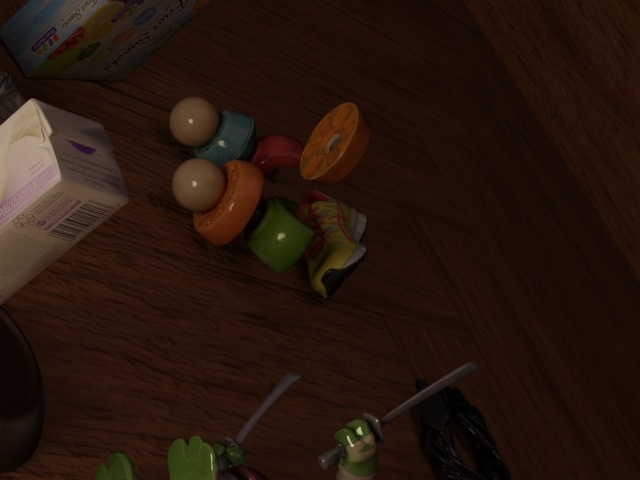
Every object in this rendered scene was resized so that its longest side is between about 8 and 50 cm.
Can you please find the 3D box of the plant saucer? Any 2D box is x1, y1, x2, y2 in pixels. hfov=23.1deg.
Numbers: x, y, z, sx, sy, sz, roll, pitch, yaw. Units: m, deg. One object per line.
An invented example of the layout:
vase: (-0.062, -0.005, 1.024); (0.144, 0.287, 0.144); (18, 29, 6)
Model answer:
plant saucer: (-0.285, 0.090, 1.231); (0.198, 0.036, 0.198); (41, 24, -22)

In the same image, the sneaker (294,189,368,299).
sneaker: (0.000, 0.000, 1.911); (0.094, 0.081, 0.208); (38, 17, -12)

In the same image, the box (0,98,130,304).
box: (-0.257, 0.033, 0.979); (0.067, 0.324, 0.063); (21, 39, -52)

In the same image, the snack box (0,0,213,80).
snack box: (-0.226, -0.254, 1.723); (0.070, 0.174, 0.207); (55, 22, 9)

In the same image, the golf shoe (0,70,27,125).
golf shoe: (-0.304, -0.097, 1.467); (0.086, 0.069, 0.176); (51, 21, -16)

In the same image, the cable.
cable: (0.175, 0.253, 1.887); (0.150, 0.047, 0.184); (37, 22, -43)

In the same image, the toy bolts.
toy bolts: (-0.078, -0.108, 1.780); (0.158, 0.218, 0.228); (32, 9, -26)

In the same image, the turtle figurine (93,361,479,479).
turtle figurine: (-0.050, 0.186, 1.336); (0.198, 0.275, 0.266); (23, 4, 41)
